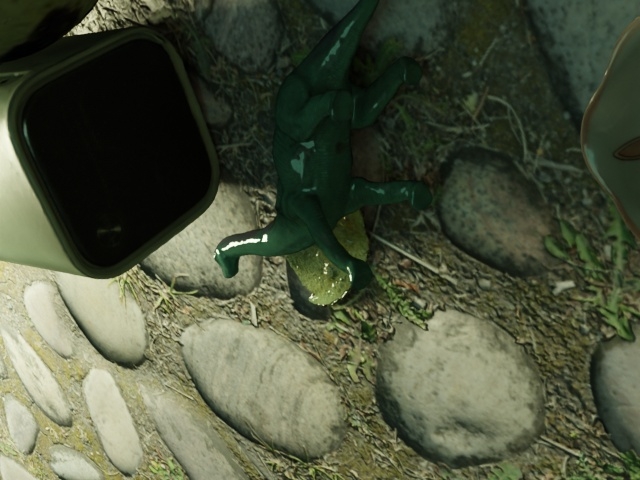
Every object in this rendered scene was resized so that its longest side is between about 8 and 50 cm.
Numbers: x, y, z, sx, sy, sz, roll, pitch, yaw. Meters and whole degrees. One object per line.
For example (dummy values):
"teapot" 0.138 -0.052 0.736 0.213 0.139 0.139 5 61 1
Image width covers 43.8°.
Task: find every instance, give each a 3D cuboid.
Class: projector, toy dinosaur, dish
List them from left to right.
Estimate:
"projector" -0.313 -0.111 0.990 0.249 0.248 0.248 6 126 39
"toy dinosaur" -0.040 -0.112 0.883 0.330 0.129 0.384 16 112 49
"dish" 0.319 -0.085 0.598 0.229 0.081 0.229 24 132 30

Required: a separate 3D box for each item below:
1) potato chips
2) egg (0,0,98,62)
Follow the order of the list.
"potato chips" 0.000 0.000 0.965 0.142 0.026 0.209 14 126 31
"egg" -0.397 -0.358 0.854 0.428 0.345 0.345 -8 110 49
